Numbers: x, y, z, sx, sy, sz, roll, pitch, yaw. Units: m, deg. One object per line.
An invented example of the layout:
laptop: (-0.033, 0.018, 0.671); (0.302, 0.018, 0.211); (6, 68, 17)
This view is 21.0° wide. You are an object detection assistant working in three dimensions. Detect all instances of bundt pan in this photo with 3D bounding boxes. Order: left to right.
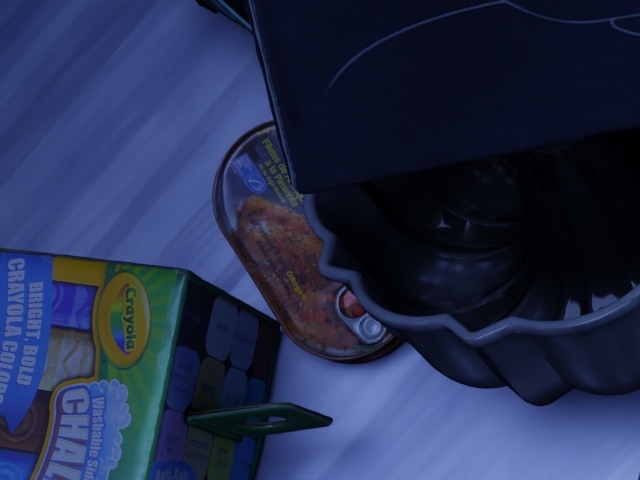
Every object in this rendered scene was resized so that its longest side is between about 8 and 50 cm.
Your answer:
bundt pan: (0.162, -0.032, 1.068); (0.331, 0.124, 0.331); (-17, 42, 16)

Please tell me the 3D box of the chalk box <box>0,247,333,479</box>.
chalk box: (-0.142, 0.114, 1.149); (0.289, 0.180, 0.179); (7, 79, 22)

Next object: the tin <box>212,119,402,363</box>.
tin: (0.000, 0.000, 1.209); (0.106, 0.040, 0.189); (-37, 68, 11)

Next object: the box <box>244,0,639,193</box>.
box: (0.162, -0.329, 0.883); (0.472, 0.480, 0.297); (-10, 33, 4)

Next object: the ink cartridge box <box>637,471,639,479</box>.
ink cartridge box: (0.308, 0.153, 1.009); (0.235, 0.088, 0.193); (11, 78, 37)

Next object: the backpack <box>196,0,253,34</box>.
backpack: (-0.037, -0.234, 1.219); (0.188, 0.144, 0.166); (34, 96, 13)
